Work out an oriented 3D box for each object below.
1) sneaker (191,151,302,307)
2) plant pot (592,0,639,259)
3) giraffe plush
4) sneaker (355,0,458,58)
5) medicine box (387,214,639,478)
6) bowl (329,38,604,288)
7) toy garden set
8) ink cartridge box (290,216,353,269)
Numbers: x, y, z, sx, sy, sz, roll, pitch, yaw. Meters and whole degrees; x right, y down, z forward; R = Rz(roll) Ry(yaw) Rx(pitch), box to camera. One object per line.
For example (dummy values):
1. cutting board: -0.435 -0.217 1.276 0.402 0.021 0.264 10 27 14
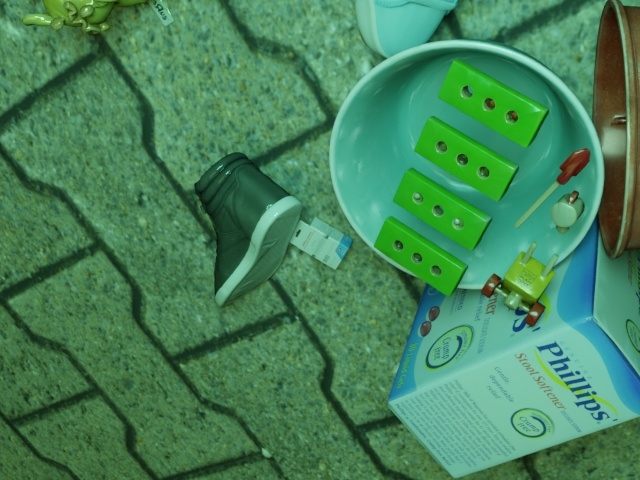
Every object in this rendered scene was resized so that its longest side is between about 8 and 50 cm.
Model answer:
1. sneaker: -0.128 -0.018 1.214 0.147 0.104 0.296 49 144 14
2. plant pot: 0.432 -0.117 0.839 0.264 0.272 0.273 -1 121 12
3. giraffe plush: -0.294 -0.328 1.019 0.210 0.170 0.181 43 126 -9
4. sneaker: 0.151 -0.326 0.840 0.150 0.135 0.366 58 139 37
5. medicine box: 0.262 0.122 1.042 0.289 0.263 0.149 -32 107 34
6. bowl: 0.180 -0.113 0.984 0.311 0.163 0.312 10 124 15
7. toy garden set: 0.189 -0.041 0.879 0.203 0.049 0.244 34 126 18
8. ink cartridge box: 0.000 0.000 1.209 0.083 0.028 0.048 31 127 -1
